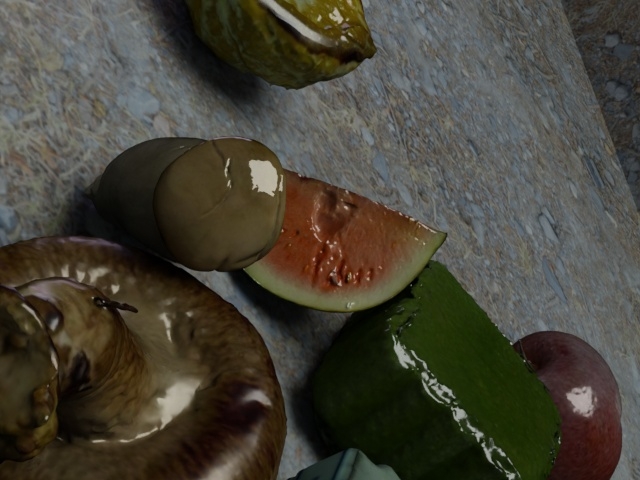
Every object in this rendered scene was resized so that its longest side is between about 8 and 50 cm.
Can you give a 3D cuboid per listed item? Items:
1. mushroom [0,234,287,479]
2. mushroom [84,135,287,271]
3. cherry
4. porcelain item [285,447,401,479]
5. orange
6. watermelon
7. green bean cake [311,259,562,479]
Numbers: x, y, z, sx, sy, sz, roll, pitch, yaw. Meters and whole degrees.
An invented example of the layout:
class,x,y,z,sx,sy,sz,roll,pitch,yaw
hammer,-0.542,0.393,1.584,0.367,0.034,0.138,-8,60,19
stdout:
class,x,y,z,sx,sy,sz,roll,pitch,yaw
mushroom,-0.199,0.102,0.949,0.334,0.331,0.356,-32,134,-37
mushroom,-0.144,-0.044,1.171,0.154,0.137,0.407,42,-11,-12
cherry,0.369,0.286,1.779,0.307,0.221,0.261,69,27,-24
porcelain item,0.037,0.396,1.199,0.286,0.157,0.281,55,20,-9
orange,-0.097,-0.373,1.611,0.271,0.210,0.369,-22,86,-58
watermelon,-0.004,0.009,1.487,0.303,0.159,0.128,20,-2,-1
green bean cake,0.148,0.223,1.508,0.319,0.218,0.335,53,23,0
